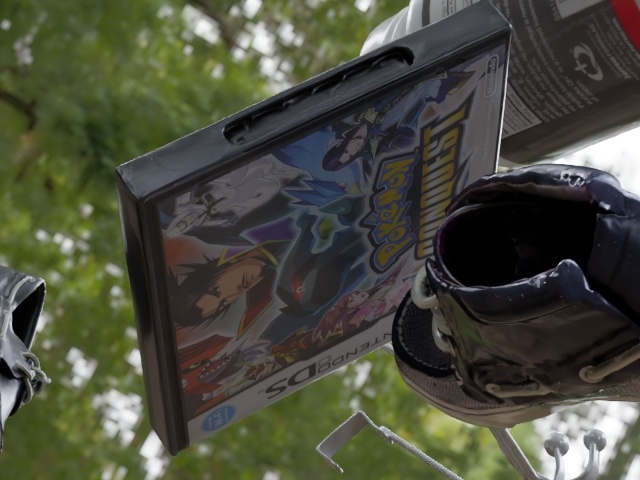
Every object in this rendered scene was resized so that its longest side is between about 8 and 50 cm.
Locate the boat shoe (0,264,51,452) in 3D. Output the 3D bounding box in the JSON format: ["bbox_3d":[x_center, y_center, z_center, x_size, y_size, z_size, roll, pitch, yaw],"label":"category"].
[{"bbox_3d":[-0.218,0.079,1.276,0.065,0.206,0.075,2,-60,-11],"label":"boat shoe"}]

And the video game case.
[{"bbox_3d":[0.000,0.000,1.143,0.035,0.248,0.275,53,-21,31],"label":"video game case"}]

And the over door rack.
[{"bbox_3d":[0.094,0.121,1.464,0.324,0.108,0.239,16,-30,42],"label":"over door rack"}]

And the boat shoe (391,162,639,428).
[{"bbox_3d":[0.104,0.023,1.025,0.158,0.127,0.340,28,-19,-26],"label":"boat shoe"}]

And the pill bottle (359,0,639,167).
[{"bbox_3d":[0.174,-0.153,1.329,0.176,0.176,0.318,39,-35,-24],"label":"pill bottle"}]
